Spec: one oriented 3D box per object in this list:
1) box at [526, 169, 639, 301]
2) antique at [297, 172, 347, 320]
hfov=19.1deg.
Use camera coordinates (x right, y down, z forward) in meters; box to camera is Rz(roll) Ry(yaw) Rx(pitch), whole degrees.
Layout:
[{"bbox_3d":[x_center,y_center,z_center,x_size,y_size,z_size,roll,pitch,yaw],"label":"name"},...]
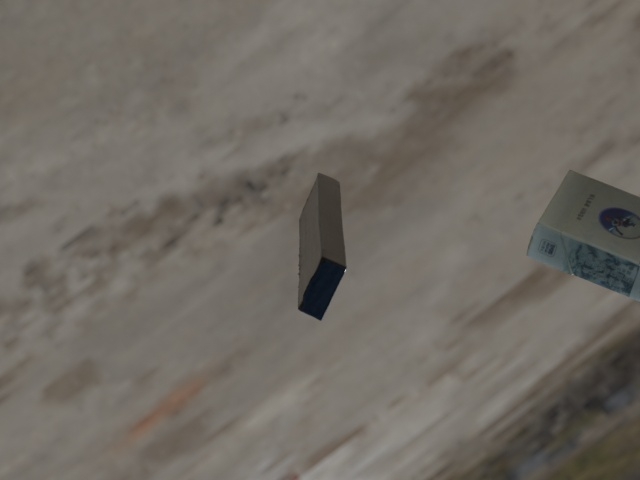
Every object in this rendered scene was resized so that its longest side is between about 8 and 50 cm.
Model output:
[{"bbox_3d":[0.147,0.002,0.912,0.054,0.083,0.024,-53,161,-47],"label":"box"},{"bbox_3d":[0.000,0.000,0.968,0.192,0.015,0.031,-90,-158,-76],"label":"antique"}]
